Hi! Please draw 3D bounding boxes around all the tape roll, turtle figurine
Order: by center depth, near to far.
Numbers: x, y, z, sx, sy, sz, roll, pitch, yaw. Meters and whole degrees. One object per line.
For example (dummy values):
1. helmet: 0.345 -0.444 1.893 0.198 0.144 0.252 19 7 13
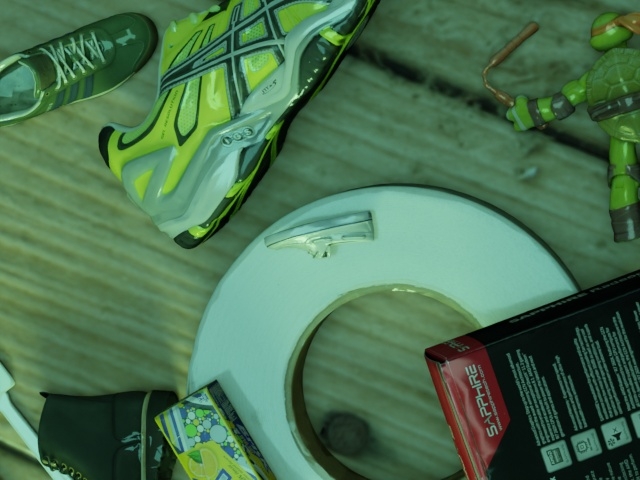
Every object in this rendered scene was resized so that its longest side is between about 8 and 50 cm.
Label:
1. turtle figurine: 0.294 -0.120 1.636 0.269 0.087 0.217 -19 91 10
2. tape roll: 0.071 0.139 1.699 0.392 0.072 0.392 1 95 9

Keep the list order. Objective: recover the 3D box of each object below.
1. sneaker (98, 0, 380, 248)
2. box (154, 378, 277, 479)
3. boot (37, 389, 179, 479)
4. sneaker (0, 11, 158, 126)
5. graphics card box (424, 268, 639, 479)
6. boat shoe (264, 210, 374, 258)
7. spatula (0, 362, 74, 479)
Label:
1. sneaker: -0.061 -0.179 1.659 0.147 0.145 0.384 37 97 4
2. box: -0.079 0.215 1.665 0.059 0.054 0.169 -31 89 10
3. boot: -0.212 0.239 1.741 0.137 0.077 0.198 2 69 13
4. sneaker: -0.246 -0.156 1.716 0.192 0.086 0.064 -24 90 9
5. graphics card box: 0.299 0.142 1.596 0.371 0.094 0.233 -21 95 -7
6. boat shoe: 0.000 0.000 1.647 0.100 0.035 0.035 -13 90 3
7. spatula: -0.339 0.219 1.797 0.168 0.019 0.242 -38 89 4
